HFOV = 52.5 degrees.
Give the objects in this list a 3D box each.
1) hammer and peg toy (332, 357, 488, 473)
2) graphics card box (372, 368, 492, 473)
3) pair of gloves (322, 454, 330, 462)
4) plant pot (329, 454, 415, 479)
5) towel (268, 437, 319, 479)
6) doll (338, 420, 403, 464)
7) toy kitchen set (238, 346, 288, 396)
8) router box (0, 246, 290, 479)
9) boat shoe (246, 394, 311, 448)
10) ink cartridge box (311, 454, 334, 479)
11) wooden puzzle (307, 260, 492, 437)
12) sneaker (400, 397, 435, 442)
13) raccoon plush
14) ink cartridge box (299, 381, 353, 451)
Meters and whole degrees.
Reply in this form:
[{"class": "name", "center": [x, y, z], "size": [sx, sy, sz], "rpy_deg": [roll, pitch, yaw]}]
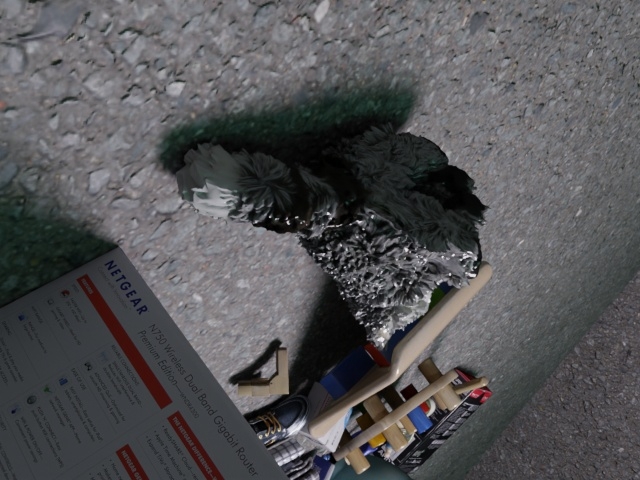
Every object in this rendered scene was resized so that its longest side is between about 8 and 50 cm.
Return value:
[{"class": "hammer and peg toy", "center": [0.209, 0.376, 1.506], "size": [0.361, 0.127, 0.266], "rpy_deg": [-24, 161, -36]}, {"class": "graphics card box", "center": [0.349, 0.561, 1.994], "size": [0.371, 0.094, 0.233], "rpy_deg": [-49, 150, 6]}, {"class": "pair of gloves", "center": [-0.053, 0.617, 1.652], "size": [0.198, 0.023, 0.159], "rpy_deg": [-5, 132, -47]}, {"class": "plant pot", "center": [0.090, 0.675, 1.695], "size": [0.293, 0.196, 0.293], "rpy_deg": [-42, 161, -18]}, {"class": "towel", "center": [-0.150, 0.512, 1.252], "size": [0.235, 0.121, 0.284], "rpy_deg": [-15, 155, -38]}, {"class": "doll", "center": [0.141, 0.498, 1.642], "size": [0.189, 0.129, 0.046], "rpy_deg": [-30, 128, -4]}, {"class": "toy kitchen set", "center": [-0.098, 0.219, 1.099], "size": [0.083, 0.075, 0.068], "rpy_deg": [-1, -179, -7]}, {"class": "router box", "center": [-0.236, 0.201, 0.597], "size": [0.301, 0.335, 0.082], "rpy_deg": [-30, 146, -22]}, {"class": "boat shoe", "center": [-0.099, 0.350, 1.217], "size": [0.183, 0.065, 0.083], "rpy_deg": [-36, 153, -9]}, {"class": "ink cartridge box", "center": [-0.096, 0.708, 1.481], "size": [0.330, 0.071, 0.324], "rpy_deg": [-65, 172, 22]}, {"class": "wooden puzzle", "center": [0.128, 0.187, 1.178], "size": [0.322, 0.080, 0.348], "rpy_deg": [-36, 168, -41]}, {"class": "sneaker", "center": [0.242, 0.521, 1.853], "size": [0.086, 0.064, 0.192], "rpy_deg": [17, 114, -49]}, {"class": "raccoon plush", "center": [0.000, 0.000, 0.869], "size": [0.446, 0.216, 0.299], "rpy_deg": [14, 139, -21]}, {"class": "ink cartridge box", "center": [0.005, 0.356, 1.321], "size": [0.104, 0.060, 0.180], "rpy_deg": [-63, 156, -20]}]
